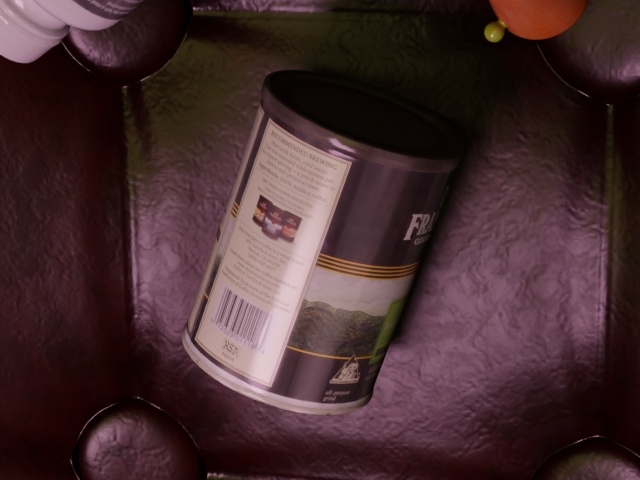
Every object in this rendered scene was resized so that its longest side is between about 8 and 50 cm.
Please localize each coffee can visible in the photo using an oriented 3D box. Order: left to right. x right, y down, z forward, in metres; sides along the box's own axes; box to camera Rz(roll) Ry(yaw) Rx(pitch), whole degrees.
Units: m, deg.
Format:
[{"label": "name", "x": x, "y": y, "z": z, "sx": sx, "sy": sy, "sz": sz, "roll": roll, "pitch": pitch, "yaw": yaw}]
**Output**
[{"label": "coffee can", "x": 0.000, "y": 0.000, "z": 1.712, "sx": 0.201, "sy": 0.201, "sz": 0.275, "roll": 23, "pitch": 110, "yaw": 8}]

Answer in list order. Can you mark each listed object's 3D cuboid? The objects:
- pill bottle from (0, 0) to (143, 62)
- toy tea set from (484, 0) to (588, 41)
[{"label": "pill bottle", "x": -0.205, "y": -0.313, "z": 1.694, "sx": 0.318, "sy": 0.176, "sz": 0.176, "roll": -36, "pitch": 93, "yaw": 21}, {"label": "toy tea set", "x": 0.278, "y": -0.305, "z": 1.618, "sx": 0.336, "sy": 0.124, "sz": 0.200, "roll": -12, "pitch": 72, "yaw": 21}]
